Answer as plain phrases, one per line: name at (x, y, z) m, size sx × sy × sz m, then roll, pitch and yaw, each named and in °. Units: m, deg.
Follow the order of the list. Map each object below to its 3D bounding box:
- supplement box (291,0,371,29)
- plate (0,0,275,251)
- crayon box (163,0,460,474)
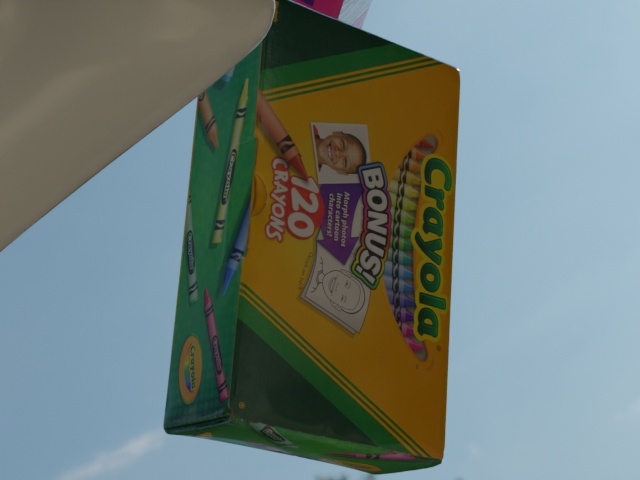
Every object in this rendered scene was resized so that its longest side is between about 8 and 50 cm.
supplement box at (-0.029, -0.209, 1.503) m, size 0.114 × 0.111 × 0.220 m, roll -50°, pitch -15°, yaw -48°
plate at (-0.171, -0.113, 0.459) m, size 0.045 × 0.278 × 0.277 m, roll -26°, pitch -5°, yaw -46°
crayon box at (0.000, 0.000, 0.970) m, size 0.165 × 0.278 × 0.081 m, roll 16°, pitch -22°, yaw -34°
